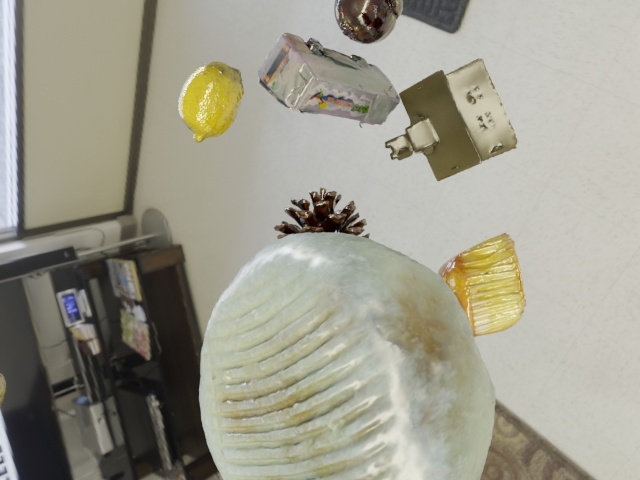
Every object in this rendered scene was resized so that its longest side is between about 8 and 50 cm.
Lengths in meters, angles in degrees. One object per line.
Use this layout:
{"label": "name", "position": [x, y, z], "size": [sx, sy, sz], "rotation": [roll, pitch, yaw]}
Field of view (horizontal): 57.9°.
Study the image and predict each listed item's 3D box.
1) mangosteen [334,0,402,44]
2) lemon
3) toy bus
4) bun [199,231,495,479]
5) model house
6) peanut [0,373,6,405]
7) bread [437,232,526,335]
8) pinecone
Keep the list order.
{"label": "mangosteen", "position": [0.119, -0.573, 1.412], "size": [0.173, 0.173, 0.183], "rotation": [15, 85, 41]}
{"label": "lemon", "position": [-0.147, -0.184, 0.771], "size": [0.082, 0.082, 0.110], "rotation": [31, 95, 35]}
{"label": "toy bus", "position": [0.032, -0.306, 1.146], "size": [0.138, 0.317, 0.112], "rotation": [54, 124, 24]}
{"label": "bun", "position": [0.026, 0.166, 0.641], "size": [0.362, 0.211, 0.361], "rotation": [8, 103, 40]}
{"label": "model house", "position": [0.258, -0.242, 1.258], "size": [0.244, 0.204, 0.211], "rotation": [-24, 92, 7]}
{"label": "peanut", "position": [-0.680, 0.299, 1.058], "size": [0.110, 0.196, 0.233], "rotation": [7, 141, 26]}
{"label": "bread", "position": [0.337, 0.104, 1.253], "size": [0.156, 0.288, 0.204], "rotation": [-11, 80, 6]}
{"label": "pinecone", "position": [0.000, 0.000, 1.073], "size": [0.208, 0.208, 0.207], "rotation": [16, 113, 41]}
